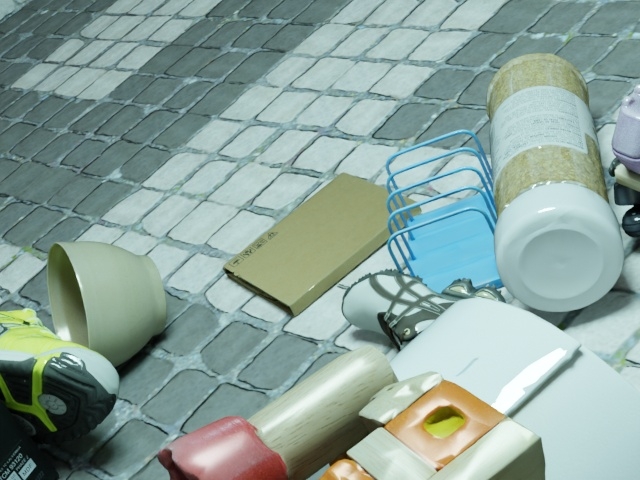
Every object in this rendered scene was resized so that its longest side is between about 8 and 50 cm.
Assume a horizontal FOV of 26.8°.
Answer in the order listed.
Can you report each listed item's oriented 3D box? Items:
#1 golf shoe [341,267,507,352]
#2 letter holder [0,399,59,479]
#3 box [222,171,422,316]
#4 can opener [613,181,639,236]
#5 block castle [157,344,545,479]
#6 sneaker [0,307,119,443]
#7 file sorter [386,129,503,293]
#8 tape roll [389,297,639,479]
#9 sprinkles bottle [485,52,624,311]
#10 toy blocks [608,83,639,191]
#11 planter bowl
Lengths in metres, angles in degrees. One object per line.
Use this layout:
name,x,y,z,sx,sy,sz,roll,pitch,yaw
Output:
golf shoe,0.090,0.083,1.351,0.198,0.077,0.094,-1,40,40
letter holder,-0.465,0.299,1.402,0.214,0.152,0.302,-3,39,39
box,0.000,0.000,1.601,0.201,0.021,0.164,-38,32,-17
can opener,0.385,-0.041,1.321,0.186,0.073,0.059,-10,26,13
block castle,0.091,0.288,0.774,0.213,0.303,0.453,-33,39,-21
sneaker,-0.348,0.134,1.517,0.384,0.145,0.147,-5,40,46
file sorter,0.136,-0.026,1.451,0.118,0.104,0.170,-19,31,14
tape roll,0.155,0.178,0.952,0.100,0.286,0.286,-39,32,-18
sprinkles bottle,0.236,-0.072,1.405,0.121,0.121,0.355,-19,29,16
toy blocks,0.450,-0.174,1.203,0.309,0.260,0.288,26,59,36
planter bowl,-0.246,0.074,1.580,0.109,0.162,0.162,-10,23,-25
